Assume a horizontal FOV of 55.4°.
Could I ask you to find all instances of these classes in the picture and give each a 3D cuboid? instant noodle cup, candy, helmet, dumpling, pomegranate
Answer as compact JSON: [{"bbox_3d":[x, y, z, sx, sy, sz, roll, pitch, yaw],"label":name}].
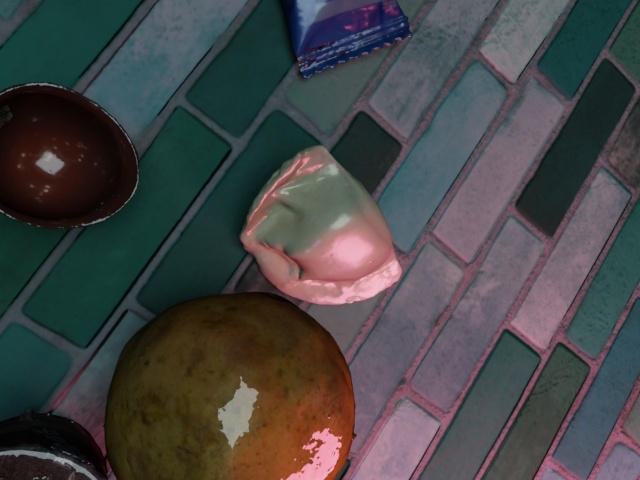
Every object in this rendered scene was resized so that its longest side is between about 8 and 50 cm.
[{"bbox_3d":[-0.313,0.291,0.638,0.217,0.207,0.217,0,89,-19],"label":"instant noodle cup"},{"bbox_3d":[0.005,-0.407,0.826,0.187,0.077,0.331,-22,97,-12],"label":"candy"},{"bbox_3d":[-0.301,-0.089,0.694,0.175,0.106,0.155,9,86,-24],"label":"helmet"},{"bbox_3d":[0.000,0.000,0.813,0.179,0.131,0.252,-39,125,4],"label":"dumpling"},{"bbox_3d":[-0.102,0.186,0.683,0.281,0.281,0.281,0,90,-20],"label":"pomegranate"}]
